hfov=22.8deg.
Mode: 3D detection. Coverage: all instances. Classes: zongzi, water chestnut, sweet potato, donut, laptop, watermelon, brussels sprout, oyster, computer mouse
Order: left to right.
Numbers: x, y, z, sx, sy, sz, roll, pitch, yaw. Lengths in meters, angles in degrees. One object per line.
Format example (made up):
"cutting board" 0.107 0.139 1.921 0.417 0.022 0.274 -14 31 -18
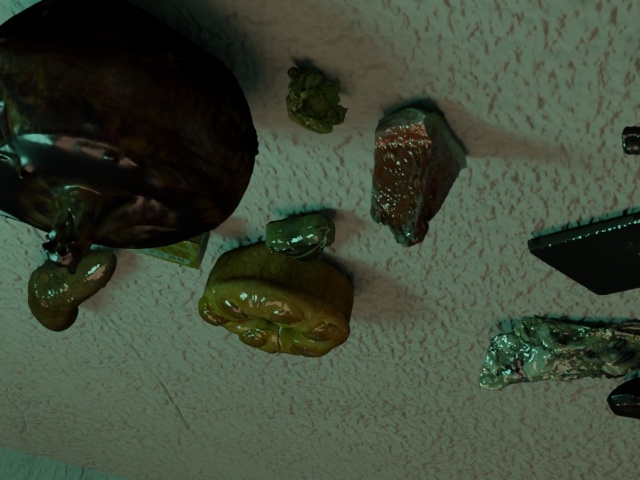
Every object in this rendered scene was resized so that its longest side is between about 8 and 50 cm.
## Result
"sweet potato" -0.412 0.074 2.529 0.114 0.092 0.341 -2 163 -22
"water chestnut" -0.251 -0.101 1.773 0.350 0.302 0.350 10 158 4
"donut" -0.060 0.089 2.302 0.226 0.114 0.226 13 156 6
"brussels sprout" -0.014 -0.158 1.790 0.058 0.085 0.085 -6 149 26
"zongzi" 0.000 0.000 2.153 0.109 0.055 0.119 -10 157 42
"watermelon" 0.106 -0.070 1.842 0.098 0.158 0.121 0 179 31
"oyster" 0.365 0.155 2.248 0.252 0.087 0.199 5 157 -5
"laptop" 0.380 0.019 1.976 0.154 0.026 0.207 32 152 -30
"computer mouse" 0.498 0.235 2.345 0.172 0.057 0.099 15 157 -26

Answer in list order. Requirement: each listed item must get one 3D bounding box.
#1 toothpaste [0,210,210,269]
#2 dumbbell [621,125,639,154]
"toothpaste" -0.311 -0.043 2.234 0.312 0.071 0.089 16 152 2
"dumbbell" 0.427 -0.095 1.494 0.290 0.192 0.192 3 153 28
